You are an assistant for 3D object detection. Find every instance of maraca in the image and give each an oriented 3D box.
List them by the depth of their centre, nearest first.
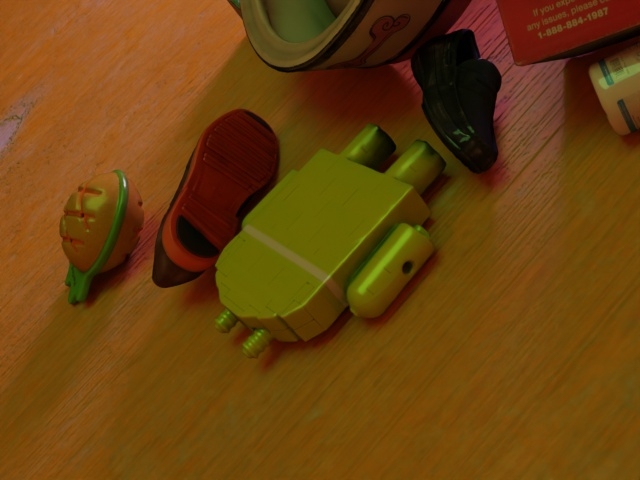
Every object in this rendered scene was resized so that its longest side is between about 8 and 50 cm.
[{"bbox_3d":[-0.287,-0.005,1.119,0.186,0.099,0.127,-60,30,20],"label":"maraca"}]

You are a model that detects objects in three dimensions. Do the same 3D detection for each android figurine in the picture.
[{"bbox_3d":[0.000,0.000,0.882,0.273,0.056,0.248,-49,37,-10],"label":"android figurine"}]

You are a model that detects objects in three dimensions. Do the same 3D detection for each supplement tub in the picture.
[{"bbox_3d":[0.292,-0.141,0.748,0.107,0.071,0.071,-23,40,22],"label":"supplement tub"}]

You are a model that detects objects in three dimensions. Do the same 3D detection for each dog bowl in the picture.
[{"bbox_3d":[0.054,-0.385,1.006,0.408,0.150,0.408,-19,68,59],"label":"dog bowl"}]

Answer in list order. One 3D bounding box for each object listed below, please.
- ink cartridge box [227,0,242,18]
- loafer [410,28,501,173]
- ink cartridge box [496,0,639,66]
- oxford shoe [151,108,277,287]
[{"bbox_3d":[-0.029,-0.385,1.268,0.208,0.087,0.153,-40,37,3],"label":"ink cartridge box"},{"bbox_3d":[0.145,-0.151,0.884,0.078,0.076,0.223,-35,33,22],"label":"loafer"},{"bbox_3d":[0.259,-0.376,0.738,0.279,0.385,0.160,-15,4,37],"label":"ink cartridge box"},{"bbox_3d":[-0.131,-0.057,1.030,0.098,0.097,0.271,-41,17,43],"label":"oxford shoe"}]
